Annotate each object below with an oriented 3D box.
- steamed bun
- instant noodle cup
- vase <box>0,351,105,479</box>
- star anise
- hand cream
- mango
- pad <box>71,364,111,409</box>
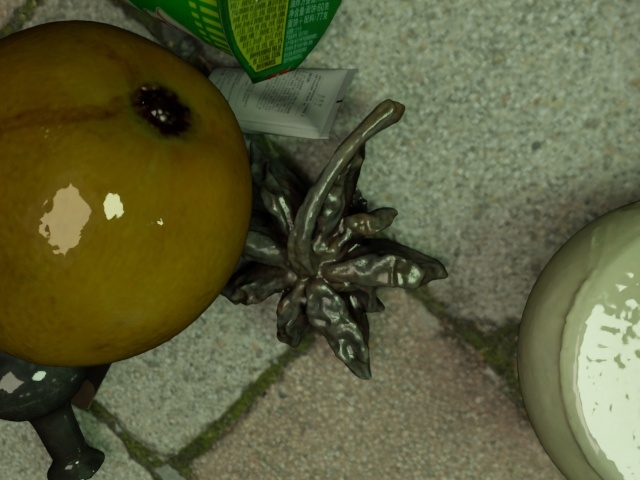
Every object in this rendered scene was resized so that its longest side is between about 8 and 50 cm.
[{"bbox_3d":[0.249,0.084,0.610,0.232,0.145,0.231,0,86,-3],"label":"steamed bun"},{"bbox_3d":[-0.112,-0.247,0.635,0.233,0.207,0.207,21,109,19],"label":"instant noodle cup"},{"bbox_3d":[-0.261,0.152,0.817,0.120,0.120,0.183,-8,117,19],"label":"vase"},{"bbox_3d":[0.000,-0.001,0.706,0.209,0.089,0.231,3,112,12],"label":"star anise"},{"bbox_3d":[-0.047,-0.114,0.709,0.142,0.084,0.053,6,142,19],"label":"hand cream"},{"bbox_3d":[-0.216,-0.030,0.684,0.378,0.221,0.263,-11,80,41],"label":"mango"},{"bbox_3d":[-0.244,0.037,0.839,0.158,0.003,0.235,34,110,8],"label":"pad"}]
